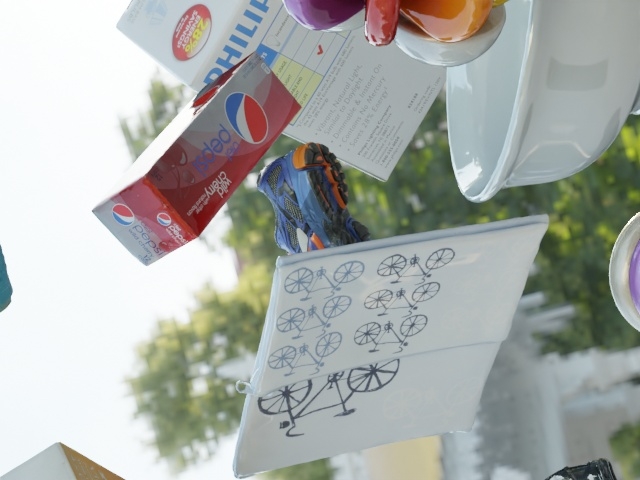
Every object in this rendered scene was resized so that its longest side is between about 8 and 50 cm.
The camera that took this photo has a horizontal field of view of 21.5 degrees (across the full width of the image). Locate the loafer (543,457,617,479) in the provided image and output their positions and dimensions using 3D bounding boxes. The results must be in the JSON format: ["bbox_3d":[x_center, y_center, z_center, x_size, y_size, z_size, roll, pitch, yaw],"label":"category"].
[{"bbox_3d":[0.233,0.231,1.225,0.076,0.078,0.223,59,176,-34],"label":"loafer"}]

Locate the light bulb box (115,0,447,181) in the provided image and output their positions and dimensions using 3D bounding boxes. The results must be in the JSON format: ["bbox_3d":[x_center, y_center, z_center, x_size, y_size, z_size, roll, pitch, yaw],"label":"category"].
[{"bbox_3d":[-0.002,-0.321,2.152,0.361,0.358,0.225,23,-169,-41],"label":"light bulb box"}]

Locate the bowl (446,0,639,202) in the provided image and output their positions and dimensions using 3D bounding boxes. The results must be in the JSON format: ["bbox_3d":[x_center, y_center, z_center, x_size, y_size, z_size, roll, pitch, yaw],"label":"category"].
[{"bbox_3d":[0.190,-0.172,1.282,0.298,0.134,0.297,-175,90,-82],"label":"bowl"}]

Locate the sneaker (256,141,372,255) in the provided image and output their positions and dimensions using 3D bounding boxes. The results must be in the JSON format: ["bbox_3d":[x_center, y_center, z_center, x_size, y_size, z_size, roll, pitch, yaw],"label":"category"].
[{"bbox_3d":[0.000,0.000,1.806,0.083,0.087,0.221,-41,-64,-52],"label":"sneaker"}]

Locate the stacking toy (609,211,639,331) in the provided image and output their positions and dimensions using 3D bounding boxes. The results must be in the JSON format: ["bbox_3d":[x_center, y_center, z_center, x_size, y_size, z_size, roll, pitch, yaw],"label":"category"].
[{"bbox_3d":[0.388,0.050,1.501,0.330,0.141,0.141,-153,42,-72],"label":"stacking toy"}]

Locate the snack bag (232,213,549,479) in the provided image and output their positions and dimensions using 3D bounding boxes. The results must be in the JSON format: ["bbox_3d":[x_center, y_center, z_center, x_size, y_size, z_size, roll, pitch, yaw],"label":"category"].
[{"bbox_3d":[0.066,0.123,1.785,0.037,0.323,0.342,58,145,39],"label":"snack bag"}]

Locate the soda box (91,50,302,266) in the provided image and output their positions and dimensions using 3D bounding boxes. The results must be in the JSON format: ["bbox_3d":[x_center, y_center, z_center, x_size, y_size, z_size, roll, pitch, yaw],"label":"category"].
[{"bbox_3d":[-0.121,-0.086,1.726,0.083,0.092,0.263,50,-140,-14],"label":"soda box"}]

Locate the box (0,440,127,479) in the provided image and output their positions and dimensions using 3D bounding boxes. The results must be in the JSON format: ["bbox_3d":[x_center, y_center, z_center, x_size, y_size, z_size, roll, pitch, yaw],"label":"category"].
[{"bbox_3d":[-0.232,0.369,1.724,0.215,0.168,0.345,59,-179,22],"label":"box"}]

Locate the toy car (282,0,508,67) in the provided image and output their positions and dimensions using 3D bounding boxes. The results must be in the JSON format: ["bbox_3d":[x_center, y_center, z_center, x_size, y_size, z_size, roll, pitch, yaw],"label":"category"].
[{"bbox_3d":[0.030,-0.173,0.991,0.136,0.182,0.159,-51,-27,-42],"label":"toy car"}]

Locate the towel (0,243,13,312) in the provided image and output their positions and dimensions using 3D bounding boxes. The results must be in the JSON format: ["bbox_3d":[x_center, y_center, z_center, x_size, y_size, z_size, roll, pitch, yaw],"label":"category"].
[{"bbox_3d":[-0.536,-0.012,2.107,0.271,0.040,0.370,-34,-51,-32],"label":"towel"}]
